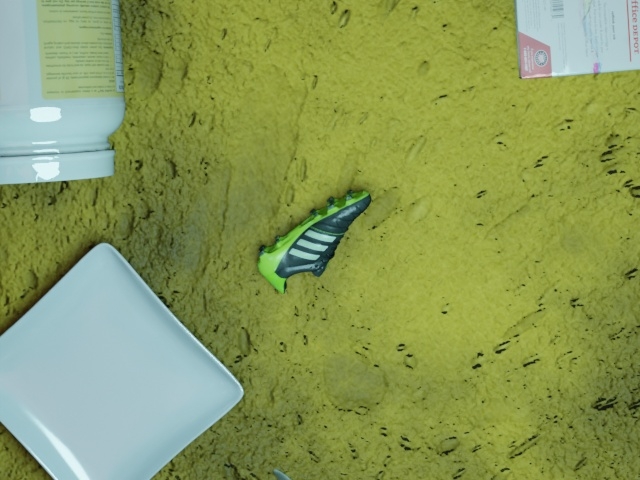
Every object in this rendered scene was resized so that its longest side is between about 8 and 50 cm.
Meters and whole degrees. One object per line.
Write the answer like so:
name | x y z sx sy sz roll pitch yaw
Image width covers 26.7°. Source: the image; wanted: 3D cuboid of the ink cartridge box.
ink cartridge box | 0.345 -0.266 1.682 0.198 0.067 0.115 -3 96 6

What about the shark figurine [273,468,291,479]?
shark figurine | -0.107 0.435 1.771 0.278 0.116 0.166 -31 94 9

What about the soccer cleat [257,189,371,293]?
soccer cleat | 0.000 0.000 1.747 0.179 0.060 0.072 -34 102 14

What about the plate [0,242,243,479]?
plate | -0.287 0.187 1.791 0.277 0.045 0.278 -43 92 8

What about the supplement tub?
supplement tub | -0.363 -0.240 1.654 0.241 0.241 0.331 -2 96 5
